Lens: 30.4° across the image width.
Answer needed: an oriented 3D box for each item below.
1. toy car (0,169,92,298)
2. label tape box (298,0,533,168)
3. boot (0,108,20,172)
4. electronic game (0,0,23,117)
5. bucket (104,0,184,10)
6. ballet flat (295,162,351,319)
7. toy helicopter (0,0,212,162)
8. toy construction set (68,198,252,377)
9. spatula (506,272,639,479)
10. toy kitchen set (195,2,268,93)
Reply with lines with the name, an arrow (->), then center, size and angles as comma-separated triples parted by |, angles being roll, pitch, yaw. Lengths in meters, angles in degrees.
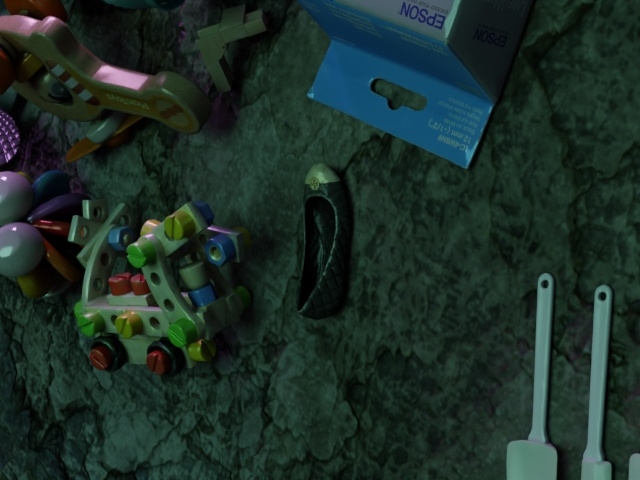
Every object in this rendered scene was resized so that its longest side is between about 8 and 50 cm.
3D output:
toy car -> -0.371, -0.017, 1.599 | 0.136, 0.159, 0.182 | -19, 70, 6
label tape box -> 0.089, -0.278, 1.174 | 0.249, 0.115, 0.347 | 31, 107, 41
boot -> -0.532, -0.097, 1.756 | 0.338, 0.118, 0.222 | 43, 135, 49
electronic game -> -0.514, -0.281, 1.804 | 0.229, 0.048, 0.229 | 7, 100, 46
bucket -> -0.188, -0.408, 1.346 | 0.183, 0.281, 0.281 | -19, 74, 43
ballet flat -> 0.000, 0.000, 1.283 | 0.057, 0.049, 0.173 | -5, 84, 43
toy helicopter -> -0.276, -0.183, 1.483 | 0.355, 0.235, 0.140 | 17, 60, 33
toy construction set -> -0.212, 0.047, 1.417 | 0.328, 0.151, 0.215 | 8, 118, 52
spatula -> 0.244, 0.149, 1.058 | 0.168, 0.019, 0.242 | 1, 88, 45
toy kitchen set -> -0.096, -0.235, 1.413 | 0.083, 0.075, 0.068 | -17, 30, 10
